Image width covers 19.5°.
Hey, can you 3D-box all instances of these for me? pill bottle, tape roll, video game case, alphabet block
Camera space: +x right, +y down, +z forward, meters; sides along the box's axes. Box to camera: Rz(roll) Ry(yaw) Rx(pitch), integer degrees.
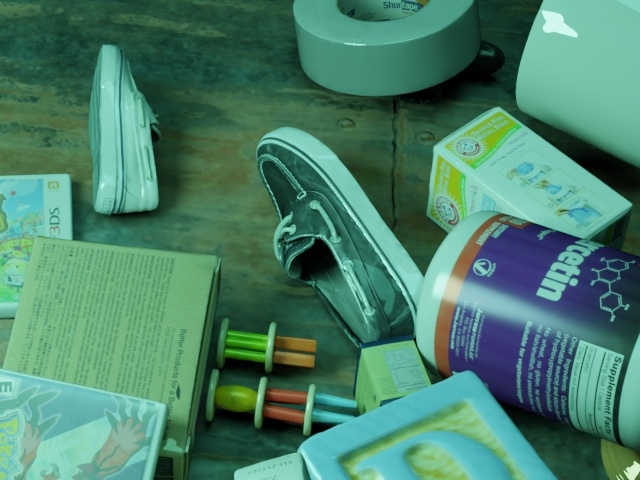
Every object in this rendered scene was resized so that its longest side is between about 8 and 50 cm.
[{"bbox_3d":[0.267,0.095,1.825,0.323,0.181,0.181,18,47,28],"label":"pill bottle"},{"bbox_3d":[0.354,-0.221,2.122,0.169,0.246,0.246,28,51,20],"label":"tape roll"},{"bbox_3d":[0.079,-0.258,2.209,0.219,0.072,0.219,-6,36,4],"label":"tape roll"},{"bbox_3d":[-0.370,0.005,1.987,0.212,0.023,0.193,-2,47,-8],"label":"video game case"},{"bbox_3d":[0.095,0.271,1.669,0.193,0.197,0.192,-20,53,-22],"label":"alphabet block"},{"bbox_3d":[-0.250,0.230,1.717,0.183,0.023,0.201,11,80,3],"label":"video game case"}]

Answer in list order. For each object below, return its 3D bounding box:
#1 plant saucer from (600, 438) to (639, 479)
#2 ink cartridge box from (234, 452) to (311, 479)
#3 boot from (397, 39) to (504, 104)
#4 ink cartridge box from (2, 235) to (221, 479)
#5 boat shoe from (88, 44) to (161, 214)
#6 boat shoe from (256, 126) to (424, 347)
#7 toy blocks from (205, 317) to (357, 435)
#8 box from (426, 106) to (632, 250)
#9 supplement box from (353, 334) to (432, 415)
[{"bbox_3d":[0.382,0.208,1.866,0.200,0.037,0.200,3,48,-3],"label":"plant saucer"},{"bbox_3d":[0.001,0.354,1.458,0.066,0.296,0.261,-16,19,4],"label":"ink cartridge box"},{"bbox_3d":[0.148,-0.201,2.219,0.121,0.045,0.099,14,45,17],"label":"boot"},{"bbox_3d":[-0.209,0.120,1.838,0.193,0.088,0.235,8,54,1],"label":"ink cartridge box"},{"bbox_3d":[-0.217,-0.120,2.094,0.075,0.083,0.226,6,57,-16],"label":"boat shoe"},{"bbox_3d":[0.000,0.000,1.982,0.102,0.108,0.301,-22,60,-26],"label":"boat shoe"},{"bbox_3d":[-0.034,0.138,1.876,0.148,0.054,0.123,8,47,2],"label":"toy blocks"},{"bbox_3d":[0.222,-0.033,2.021,0.103,0.114,0.203,-33,57,-29],"label":"box"},{"bbox_3d":[0.073,0.155,1.852,0.056,0.083,0.083,-9,48,-13],"label":"supplement box"}]
